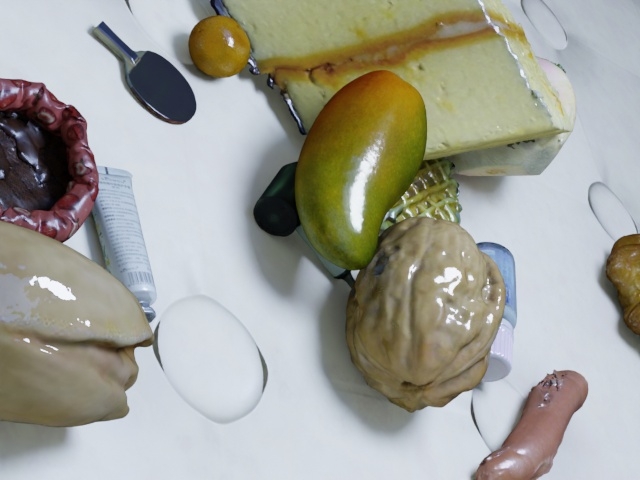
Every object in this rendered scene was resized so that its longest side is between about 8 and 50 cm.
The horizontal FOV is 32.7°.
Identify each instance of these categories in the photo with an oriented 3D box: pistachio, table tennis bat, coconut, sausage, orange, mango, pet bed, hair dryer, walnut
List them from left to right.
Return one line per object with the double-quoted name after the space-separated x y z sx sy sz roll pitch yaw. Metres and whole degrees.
-0.276 0.066 0.920 0.293 0.181 0.162 20 85 -33 "pistachio"
-0.308 -0.079 1.090 0.201 0.053 0.201 23 50 -30 "pet bed"
-0.213 -0.205 1.330 0.158 0.014 0.095 43 38 -16 "table tennis bat"
-0.129 -0.249 1.406 0.085 0.085 0.085 28 43 -30 "orange"
0.000 0.000 1.377 0.198 0.057 0.100 53 35 -15 "hair dryer"
0.044 -0.093 1.333 0.146 0.129 0.289 53 42 -22 "mango"
0.125 0.083 1.316 0.198 0.198 0.245 37 47 -21 "walnut"
0.284 -0.197 1.708 0.236 0.236 0.197 -4 99 -49 "coconut"
0.290 0.251 1.461 0.078 0.078 0.304 54 36 0 "sausage"

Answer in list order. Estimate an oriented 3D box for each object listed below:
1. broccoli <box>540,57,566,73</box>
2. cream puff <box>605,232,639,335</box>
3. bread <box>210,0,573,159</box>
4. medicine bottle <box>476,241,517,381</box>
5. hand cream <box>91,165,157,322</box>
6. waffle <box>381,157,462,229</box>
0.391 -0.234 1.968 0.118 0.122 0.204 10 66 -25 "broccoli"
0.604 0.108 1.867 0.269 0.155 0.241 23 40 -26 "cream puff"
0.108 -0.254 1.528 0.242 0.404 0.346 -25 97 -78 "bread"
0.231 0.098 1.511 0.083 0.083 0.203 34 39 -24 "medicine bottle"
-0.209 0.000 1.148 0.067 0.042 0.195 5 52 -36 "hand cream"
0.125 -0.079 1.564 0.214 0.054 0.208 29 41 -29 "waffle"
